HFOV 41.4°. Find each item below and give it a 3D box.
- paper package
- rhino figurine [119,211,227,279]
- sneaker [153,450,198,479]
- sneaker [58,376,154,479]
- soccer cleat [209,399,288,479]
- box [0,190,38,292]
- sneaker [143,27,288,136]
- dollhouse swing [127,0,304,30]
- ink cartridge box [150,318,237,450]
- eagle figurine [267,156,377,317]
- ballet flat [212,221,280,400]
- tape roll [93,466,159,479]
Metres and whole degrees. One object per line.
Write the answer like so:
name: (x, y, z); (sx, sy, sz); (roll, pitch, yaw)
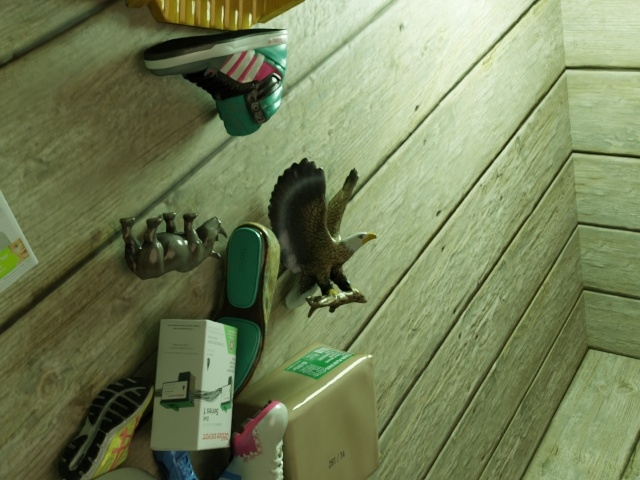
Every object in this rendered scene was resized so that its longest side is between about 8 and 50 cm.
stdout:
paper package: (-0.029, 0.417, 1.802); (0.324, 0.168, 0.310); (-26, 120, -49)
rhino figurine: (-0.244, 0.005, 1.467); (0.243, 0.073, 0.106); (-11, 103, -56)
sneaker: (-0.252, 0.429, 1.557); (0.069, 0.082, 0.210); (-25, 117, -48)
sneaker: (-0.344, 0.320, 1.407); (0.208, 0.081, 0.094); (-54, 146, -24)
soccer cleat: (-0.109, 0.426, 1.591); (0.116, 0.143, 0.331); (-34, 160, -46)
box: (-0.475, -0.026, 1.092); (0.114, 0.103, 0.203); (-47, 134, -39)
sneaker: (-0.170, -0.265, 1.470); (0.295, 0.123, 0.179); (-21, 116, -41)
dollhouse swing: (-0.079, -0.505, 1.372); (0.346, 0.304, 0.315); (-12, 108, -55)
ink cartridge box: (-0.217, 0.255, 1.482); (0.160, 0.092, 0.220); (36, 55, -72)
eagle figurine: (0.011, -0.003, 1.777); (0.226, 0.225, 0.299); (120, -46, -74)
ballet flat: (-0.142, 0.139, 1.624); (0.123, 0.123, 0.349); (8, 91, -56)
tape roll: (-0.339, 0.519, 1.381); (0.286, 0.100, 0.286); (-36, 140, -38)
